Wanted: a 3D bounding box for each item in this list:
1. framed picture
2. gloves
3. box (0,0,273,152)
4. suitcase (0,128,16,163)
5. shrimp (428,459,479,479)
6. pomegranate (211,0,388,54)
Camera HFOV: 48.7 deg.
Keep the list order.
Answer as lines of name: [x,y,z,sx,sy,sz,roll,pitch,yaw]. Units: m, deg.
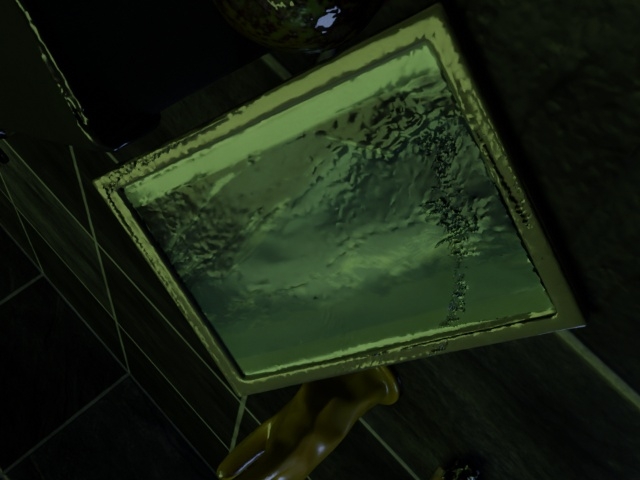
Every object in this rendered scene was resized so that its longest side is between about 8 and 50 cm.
framed picture: [0.000,0.000,0.551,0.334,0.022,0.247,-18,111,32]
gloves: [-0.046,0.233,0.796,0.116,0.294,0.133,35,151,28]
box: [-0.209,-0.235,0.550,0.345,0.204,0.251,18,138,49]
suitcase: [-0.436,-0.239,0.938,0.143,0.194,0.235,13,136,41]
shrimp: [0.184,0.332,0.836,0.152,0.046,0.219,39,156,25]
pomegranate: [0.009,-0.164,0.393,0.163,0.138,0.125,23,147,-13]
